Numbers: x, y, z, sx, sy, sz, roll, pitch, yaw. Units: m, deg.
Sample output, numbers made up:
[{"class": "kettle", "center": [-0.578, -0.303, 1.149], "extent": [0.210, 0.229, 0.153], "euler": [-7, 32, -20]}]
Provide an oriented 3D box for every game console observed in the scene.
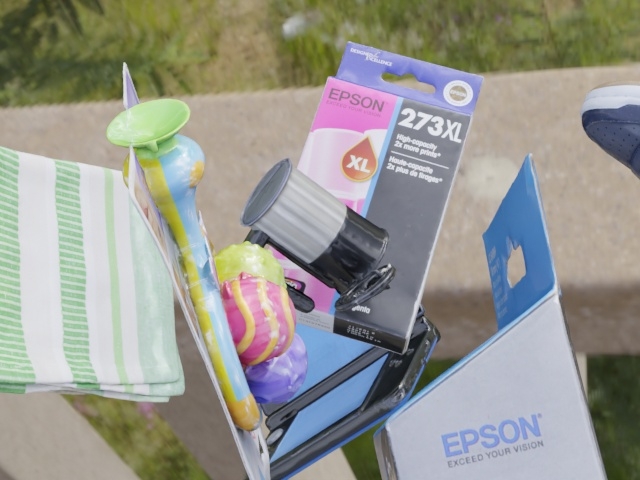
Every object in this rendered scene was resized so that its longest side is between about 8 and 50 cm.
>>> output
[{"class": "game console", "center": [-0.015, 0.147, 1.645], "extent": [0.293, 0.250, 0.173], "euler": [-37, 98, 30]}]

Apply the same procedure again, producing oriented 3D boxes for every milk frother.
[{"class": "milk frother", "center": [0.000, 0.000, 1.317], "extent": [0.134, 0.143, 0.129], "euler": [35, 65, -19]}]

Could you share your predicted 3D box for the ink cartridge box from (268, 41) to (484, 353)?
[{"class": "ink cartridge box", "center": [0.063, -0.068, 1.497], "extent": [0.175, 0.069, 0.371], "euler": [16, 65, 6]}]

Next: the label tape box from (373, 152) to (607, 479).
[{"class": "label tape box", "center": [0.092, 0.147, 0.719], "extent": [0.105, 0.240, 0.334], "euler": [-13, 80, -1]}]

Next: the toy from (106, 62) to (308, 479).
[{"class": "toy", "center": [-0.045, 0.029, 0.698], "extent": [0.056, 0.237, 0.137], "euler": [-20, 34, 3]}]

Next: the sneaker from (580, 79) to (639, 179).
[{"class": "sneaker", "center": [0.294, -0.003, 0.952], "extent": [0.282, 0.099, 0.153], "euler": [27, 80, 20]}]

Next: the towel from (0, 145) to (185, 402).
[{"class": "towel", "center": [-0.260, 0.032, 1.281], "extent": [0.038, 0.325, 0.248], "euler": [-16, 74, 35]}]
